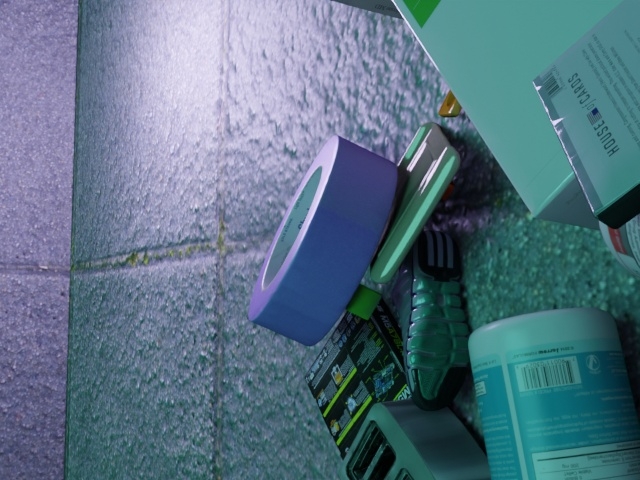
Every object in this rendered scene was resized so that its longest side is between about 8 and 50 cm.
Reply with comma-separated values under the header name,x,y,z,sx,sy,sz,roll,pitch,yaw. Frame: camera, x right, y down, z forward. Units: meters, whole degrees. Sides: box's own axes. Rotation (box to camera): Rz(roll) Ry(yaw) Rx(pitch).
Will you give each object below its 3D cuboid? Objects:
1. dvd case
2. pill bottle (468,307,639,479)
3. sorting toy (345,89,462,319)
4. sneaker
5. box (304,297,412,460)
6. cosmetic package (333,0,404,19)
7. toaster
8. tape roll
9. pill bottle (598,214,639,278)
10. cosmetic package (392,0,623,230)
name,x,y,z,sx,sy,sz,roll,pitch,yaw
dvd case,0.265,-0.139,0.545,0.239,0.030,0.179,-43,31,30
pill bottle,0.233,0.205,0.759,0.146,0.146,0.263,-28,64,52
sorting toy,0.119,-0.049,0.986,0.347,0.047,0.196,-61,10,17
sneaker,0.131,0.104,0.998,0.098,0.083,0.223,148,131,-62
box,0.063,0.202,1.109,0.190,0.045,0.184,-61,44,32
cosmetic package,0.125,-0.428,0.973,0.309,0.160,0.113,-45,52,46
toaster,0.122,0.291,0.950,0.168,0.110,0.185,53,129,44
tape roll,0.000,0.000,1.068,0.274,0.090,0.274,-62,9,18
pill bottle,0.330,-0.011,0.510,0.283,0.161,0.161,-142,61,-67
cosmetic package,0.234,-0.206,0.790,0.197,0.155,0.365,-53,45,33
